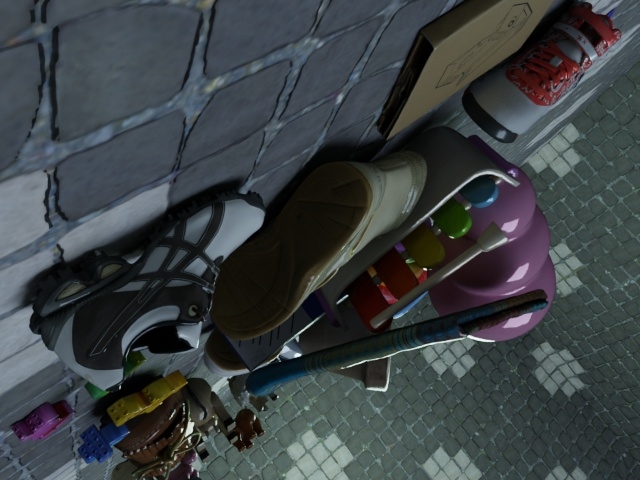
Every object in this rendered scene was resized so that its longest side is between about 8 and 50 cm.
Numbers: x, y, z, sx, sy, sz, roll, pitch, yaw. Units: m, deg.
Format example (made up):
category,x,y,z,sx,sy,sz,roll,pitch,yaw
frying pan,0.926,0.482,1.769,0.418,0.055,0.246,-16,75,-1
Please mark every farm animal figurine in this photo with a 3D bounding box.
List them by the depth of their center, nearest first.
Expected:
category,x,y,z,sx,sy,sz,roll,pitch,yaw
farm animal figurine,-0.280,0.391,1.316,0.330,0.172,0.327,-22,150,-37

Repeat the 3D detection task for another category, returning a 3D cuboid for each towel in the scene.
category,x,y,z,sx,sy,sz,roll,pitch,yaw
towel,0.101,0.145,0.875,0.370,0.040,0.271,-24,169,40

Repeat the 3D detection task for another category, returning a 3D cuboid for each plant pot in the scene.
category,x,y,z,sx,sy,sz,roll,pitch,yaw
plant pot,0.063,0.245,1.589,0.229,0.263,0.263,3,170,3

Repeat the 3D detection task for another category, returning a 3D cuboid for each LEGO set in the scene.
category,x,y,z,sx,sy,sz,roll,pitch,yaw
LEGO set,-0.223,0.170,0.662,0.227,0.087,0.093,-41,171,4

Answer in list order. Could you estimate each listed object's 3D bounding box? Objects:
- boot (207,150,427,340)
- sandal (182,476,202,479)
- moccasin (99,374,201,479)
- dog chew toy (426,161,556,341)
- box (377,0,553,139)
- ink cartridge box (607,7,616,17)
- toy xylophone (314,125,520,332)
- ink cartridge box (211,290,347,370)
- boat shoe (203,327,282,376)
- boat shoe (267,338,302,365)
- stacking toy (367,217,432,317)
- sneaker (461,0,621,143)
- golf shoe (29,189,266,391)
category,x,y,z,sx,sy,sz,roll,pitch,yaw
boot,0.000,0.000,0.712,0.262,0.095,0.203,-48,169,30
sandal,-0.298,0.522,1.228,0.097,0.054,0.254,-42,156,1
moccasin,-0.266,0.317,1.006,0.139,0.147,0.380,-34,170,-26
dog chew toy,0.262,0.010,0.966,0.206,0.206,0.332,-36,139,-17
box,0.150,-0.190,0.594,0.201,0.021,0.164,-36,170,-17
ink cartridge box,0.438,-0.297,1.130,0.208,0.045,0.206,-41,170,4
toy xylophone,0.110,-0.005,0.805,0.322,0.236,0.081,-36,134,15
ink cartridge box,-0.051,0.093,0.930,0.207,0.097,0.046,-36,170,-14
boat shoe,-0.115,0.171,1.050,0.096,0.098,0.277,-45,170,27
boat shoe,-0.112,0.239,1.402,0.102,0.108,0.301,-40,178,-5
stacking toy,0.135,-0.012,1.064,0.165,0.175,0.302,-38,160,-25
sneaker,0.273,-0.214,0.754,0.270,0.090,0.145,-33,169,-50
golf shoe,-0.104,0.035,0.460,0.198,0.094,0.077,-35,169,-34
